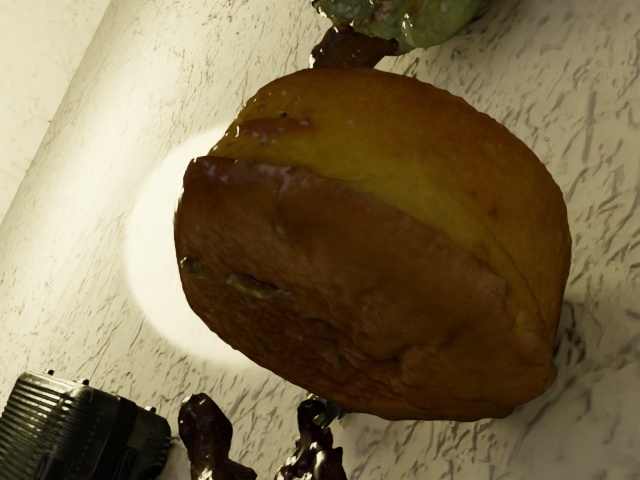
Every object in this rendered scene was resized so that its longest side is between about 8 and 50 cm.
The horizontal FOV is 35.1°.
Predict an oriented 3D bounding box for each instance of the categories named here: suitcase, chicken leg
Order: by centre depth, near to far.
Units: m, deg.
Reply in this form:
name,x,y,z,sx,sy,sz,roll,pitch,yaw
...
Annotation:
name,x,y,z,sx,sy,sz,roll,pitch,yaw
chicken leg,-0.038,0.197,0.697,0.322,0.083,0.177,-12,73,61
suitcase,-0.291,0.254,1.122,0.312,0.128,0.202,-3,62,61

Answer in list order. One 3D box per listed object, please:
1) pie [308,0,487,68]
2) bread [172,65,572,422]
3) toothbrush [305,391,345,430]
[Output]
name,x,y,z,sx,sy,sz,roll,pitch,yaw
pie,0.105,-0.270,0.930,0.274,0.105,0.257,-13,44,58
bread,0.034,0.013,0.611,0.268,0.268,0.145,-17,40,57
toothbrush,0.000,0.000,0.931,0.042,0.035,0.413,-48,28,34
